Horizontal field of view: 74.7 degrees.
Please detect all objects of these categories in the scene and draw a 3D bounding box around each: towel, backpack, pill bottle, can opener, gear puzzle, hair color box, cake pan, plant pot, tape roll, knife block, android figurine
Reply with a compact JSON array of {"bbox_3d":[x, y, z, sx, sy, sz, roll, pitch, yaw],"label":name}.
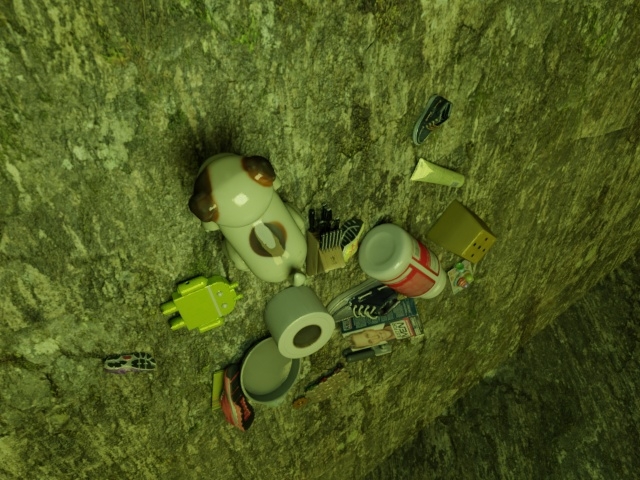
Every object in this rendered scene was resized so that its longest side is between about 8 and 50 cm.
[{"bbox_3d":[-0.422,0.639,1.820,0.102,0.021,0.237,-11,128,-32],"label":"towel"},{"bbox_3d":[-0.239,0.673,1.890,0.152,0.115,0.182,-44,136,2],"label":"backpack"},{"bbox_3d":[0.358,0.106,1.748,0.229,0.229,0.408,-50,134,10],"label":"pill bottle"},{"bbox_3d":[0.242,0.578,2.146,0.281,0.074,0.093,-3,125,-30],"label":"can opener"},{"bbox_3d":[0.002,0.767,2.171,0.339,0.044,0.175,-32,136,-3],"label":"gear puzzle"},{"bbox_3d":[0.279,0.384,1.908,0.347,0.105,0.174,-17,134,12],"label":"hair color box"},{"bbox_3d":[-0.214,0.539,1.773,0.293,0.054,0.293,-7,102,-36],"label":"cake pan"},{"bbox_3d":[0.639,-0.020,1.856,0.212,0.187,0.212,23,109,-41],"label":"plant pot"},{"bbox_3d":[-0.087,0.326,1.682,0.246,0.169,0.246,-16,130,-20],"label":"tape roll"},{"bbox_3d":[0.000,0.000,1.560,0.088,0.242,0.276,-14,174,-22],"label":"knife block"},{"bbox_3d":[-0.411,0.222,1.480,0.273,0.056,0.248,-20,132,-15],"label":"android figurine"}]

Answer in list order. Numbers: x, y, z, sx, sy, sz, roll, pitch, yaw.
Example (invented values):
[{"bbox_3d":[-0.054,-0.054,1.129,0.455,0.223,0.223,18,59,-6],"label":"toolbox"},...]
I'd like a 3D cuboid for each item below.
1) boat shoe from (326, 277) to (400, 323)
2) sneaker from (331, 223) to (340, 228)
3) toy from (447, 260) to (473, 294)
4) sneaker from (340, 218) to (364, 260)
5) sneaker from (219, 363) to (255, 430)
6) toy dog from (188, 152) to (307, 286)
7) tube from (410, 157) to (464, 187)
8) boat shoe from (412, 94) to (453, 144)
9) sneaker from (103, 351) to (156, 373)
[{"bbox_3d":[0.183,0.288,1.828,0.341,0.158,0.127,-34,135,-5],"label":"boat shoe"},{"bbox_3d":[0.059,-0.037,1.595,0.037,0.032,0.083,-7,133,-45],"label":"sneaker"},{"bbox_3d":[0.746,0.200,2.185,0.137,0.056,0.237,-35,135,-2],"label":"toy"},{"bbox_3d":[0.113,0.005,1.633,0.094,0.081,0.208,6,125,-47],"label":"sneaker"},{"bbox_3d":[-0.380,0.666,1.774,0.116,0.136,0.313,-39,126,-58],"label":"sneaker"},{"bbox_3d":[-0.208,-0.064,1.164,0.285,0.395,0.408,-26,143,-1],"label":"toy dog"},{"bbox_3d":[0.465,-0.261,1.659,0.240,0.062,0.070,7,76,-30],"label":"tube"},{"bbox_3d":[0.391,-0.412,1.471,0.065,0.083,0.183,2,122,-33],"label":"boat shoe"},{"bbox_3d":[-0.675,0.441,1.489,0.170,0.068,0.071,10,133,-27],"label":"sneaker"}]
